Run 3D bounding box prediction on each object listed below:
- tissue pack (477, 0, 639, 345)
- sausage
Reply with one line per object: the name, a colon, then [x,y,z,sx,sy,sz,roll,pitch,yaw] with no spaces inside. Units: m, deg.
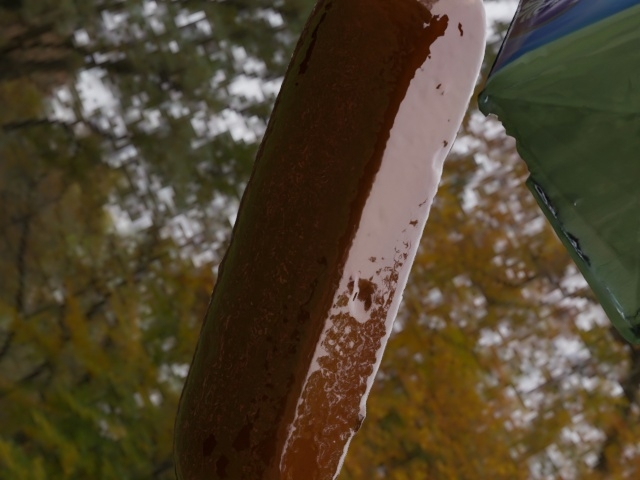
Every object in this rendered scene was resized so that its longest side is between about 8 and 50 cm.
tissue pack: [0.200,-0.105,0.611,0.198,0.263,0.146,-21,-65,29]
sausage: [0.001,0.000,0.820,0.097,0.094,0.348,17,-91,33]
